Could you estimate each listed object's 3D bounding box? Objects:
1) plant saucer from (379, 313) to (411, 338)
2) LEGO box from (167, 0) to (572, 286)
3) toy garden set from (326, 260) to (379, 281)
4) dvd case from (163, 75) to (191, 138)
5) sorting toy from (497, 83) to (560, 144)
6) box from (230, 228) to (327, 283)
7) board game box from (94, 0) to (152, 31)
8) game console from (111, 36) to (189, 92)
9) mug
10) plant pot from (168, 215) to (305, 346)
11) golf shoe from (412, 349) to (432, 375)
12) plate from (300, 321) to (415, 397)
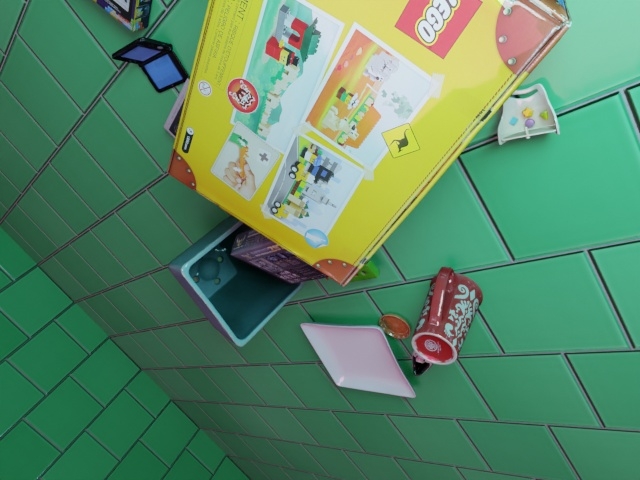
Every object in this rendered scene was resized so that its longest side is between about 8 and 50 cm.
[{"bbox_3d":[0.191,0.217,1.109,0.084,0.013,0.083,20,136,20],"label":"plant saucer"},{"bbox_3d":[0.022,-0.215,0.652,0.373,0.193,0.500,33,133,-2],"label":"LEGO box"},{"bbox_3d":[0.000,0.000,1.023,0.204,0.049,0.244,-16,121,47],"label":"toy garden set"},{"bbox_3d":[-0.240,-0.230,0.997,0.239,0.029,0.179,45,138,-9],"label":"dvd case"},{"bbox_3d":[0.307,-0.190,0.646,0.083,0.045,0.075,-3,117,37],"label":"sorting toy"},{"bbox_3d":[-0.060,0.026,0.957,0.184,0.059,0.233,29,151,-32],"label":"box"},{"bbox_3d":[-0.403,-0.520,0.838,0.170,0.048,0.141,39,137,-1],"label":"board game box"},{"bbox_3d":[-0.363,-0.371,0.929,0.122,0.107,0.071,-4,95,37],"label":"game console"},{"bbox_3d":[0.245,0.148,0.891,0.150,0.169,0.113,50,138,-13],"label":"mug"},{"bbox_3d":[-0.243,0.084,1.135,0.252,0.248,0.247,2,129,53],"label":"plant pot"},{"bbox_3d":[0.261,0.254,1.041,0.068,0.086,0.186,19,134,22],"label":"golf shoe"},{"bbox_3d":[0.110,0.328,1.241,0.278,0.045,0.277,-6,123,39],"label":"plate"}]
